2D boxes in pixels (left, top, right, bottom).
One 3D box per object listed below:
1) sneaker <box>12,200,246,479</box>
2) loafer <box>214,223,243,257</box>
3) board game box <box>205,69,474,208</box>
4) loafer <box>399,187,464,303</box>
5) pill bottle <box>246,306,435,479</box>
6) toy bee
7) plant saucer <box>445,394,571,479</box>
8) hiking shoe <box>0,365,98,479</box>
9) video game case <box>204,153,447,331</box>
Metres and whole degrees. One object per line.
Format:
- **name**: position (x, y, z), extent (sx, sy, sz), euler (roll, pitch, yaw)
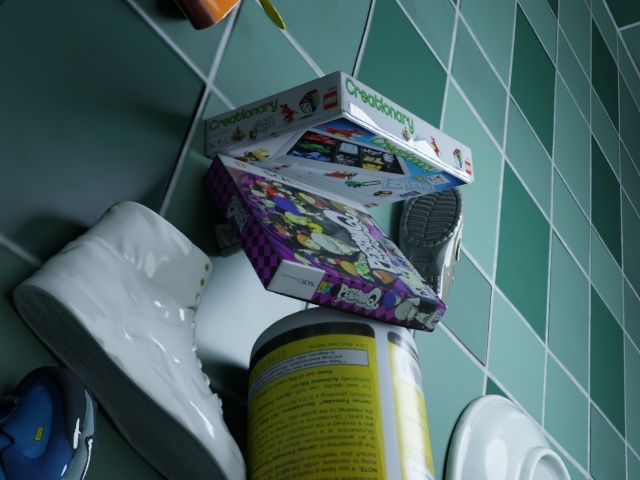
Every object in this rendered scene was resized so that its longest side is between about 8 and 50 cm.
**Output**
- **sneaker**: position (-0.131, 0.100, 0.773), extent (0.292, 0.108, 0.169), euler (58, 41, -23)
- **loafer**: position (-0.075, -0.016, 0.955), extent (0.125, 0.045, 0.039), euler (-28, 95, -53)
- **board game box**: position (0.034, -0.108, 1.007), extent (0.305, 0.193, 0.053), euler (18, 65, -52)
- **loafer**: position (0.164, 0.025, 1.259), extent (0.087, 0.094, 0.251), euler (69, 35, -57)
- **pill bottle**: position (0.019, 0.246, 0.806), extent (0.188, 0.188, 0.333), euler (44, 32, -39)
- **toy bee**: position (-0.079, -0.351, 0.998), extent (0.298, 0.162, 0.195), euler (-27, 111, -30)
- **plant saucer**: position (0.336, 0.449, 1.334), extent (0.400, 0.101, 0.400), euler (23, 61, -50)
- **hiking shoe**: position (-0.261, 0.188, 0.548), extent (0.132, 0.113, 0.304), euler (57, 39, -28)
- **video game case**: position (0.000, 0.000, 0.888), extent (0.210, 0.041, 0.232), euler (17, 23, -32)
